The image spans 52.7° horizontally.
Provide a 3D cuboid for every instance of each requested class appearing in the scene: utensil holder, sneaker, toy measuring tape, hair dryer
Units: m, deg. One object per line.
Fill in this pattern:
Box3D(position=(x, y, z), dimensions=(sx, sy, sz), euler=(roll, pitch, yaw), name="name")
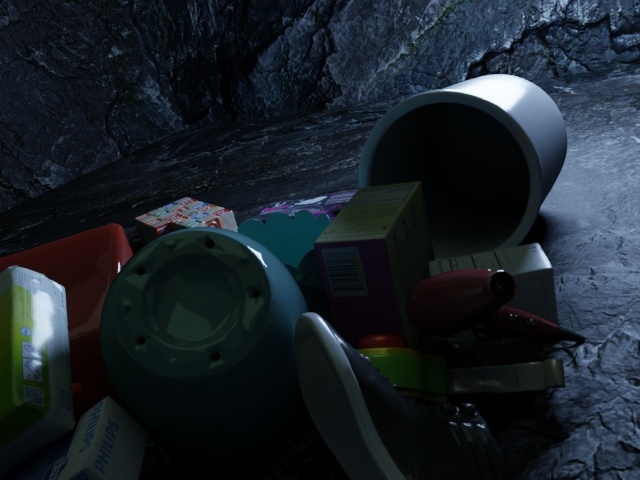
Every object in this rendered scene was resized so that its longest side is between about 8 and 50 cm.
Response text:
Box3D(position=(0.302, -0.158, 1.278), dimensions=(0.327, 0.328, 0.385), euler=(-2, 19, 30), name="utensil holder")
Box3D(position=(0.087, 0.195, 0.727), dimensions=(0.147, 0.104, 0.296), euler=(-17, 61, -33), name="sneaker")
Box3D(position=(0.143, 0.176, 0.844), dimensions=(0.330, 0.121, 0.121), euler=(-7, 22, 19), name="toy measuring tape")
Box3D(position=(0.224, 0.088, 0.845), dimensions=(0.223, 0.080, 0.293), euler=(-6, -19, 19), name="hair dryer")

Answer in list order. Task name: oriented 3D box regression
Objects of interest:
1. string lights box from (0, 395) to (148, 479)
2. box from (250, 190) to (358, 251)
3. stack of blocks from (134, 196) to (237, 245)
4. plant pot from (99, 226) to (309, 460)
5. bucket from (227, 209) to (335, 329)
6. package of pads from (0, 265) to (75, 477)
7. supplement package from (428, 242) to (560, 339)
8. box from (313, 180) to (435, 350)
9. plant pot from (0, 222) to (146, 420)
Box3D(position=(-0.332, 0.310, 0.752), dimensions=(0.259, 0.077, 0.133), euler=(-36, 20, 7), name="string lights box")
Box3D(position=(0.000, 0.000, 1.333), dimensions=(0.247, 0.163, 0.142), euler=(-7, 19, 20), name="box")
Box3D(position=(-0.369, -0.032, 1.765), dimensions=(0.171, 0.087, 0.297), euler=(-27, 24, -29), name="stack of blocks")
Box3D(position=(-0.148, 0.118, 0.836), dimensions=(0.293, 0.235, 0.293), euler=(0, 65, 0), name="plant pot")
Box3D(position=(-0.081, 0.078, 1.159), dimensions=(0.281, 0.183, 0.281), euler=(-12, 21, 5), name="bucket")
Box3D(position=(-0.448, 0.196, 0.820), dimensions=(0.296, 0.101, 0.229), euler=(-34, 49, 12), name="package of pads")
Box3D(position=(0.269, 0.083, 1.020), dimensions=(0.179, 0.105, 0.105), euler=(-11, 21, 10), name="supplement package")
Box3D(position=(0.104, 0.045, 1.074), dimensions=(0.117, 0.214, 0.243), euler=(-4, 23, 25), name="box")
Box3D(position=(-0.408, 0.170, 1.066), dimensions=(0.267, 0.267, 0.236), euler=(-19, 32, -12), name="plant pot")
